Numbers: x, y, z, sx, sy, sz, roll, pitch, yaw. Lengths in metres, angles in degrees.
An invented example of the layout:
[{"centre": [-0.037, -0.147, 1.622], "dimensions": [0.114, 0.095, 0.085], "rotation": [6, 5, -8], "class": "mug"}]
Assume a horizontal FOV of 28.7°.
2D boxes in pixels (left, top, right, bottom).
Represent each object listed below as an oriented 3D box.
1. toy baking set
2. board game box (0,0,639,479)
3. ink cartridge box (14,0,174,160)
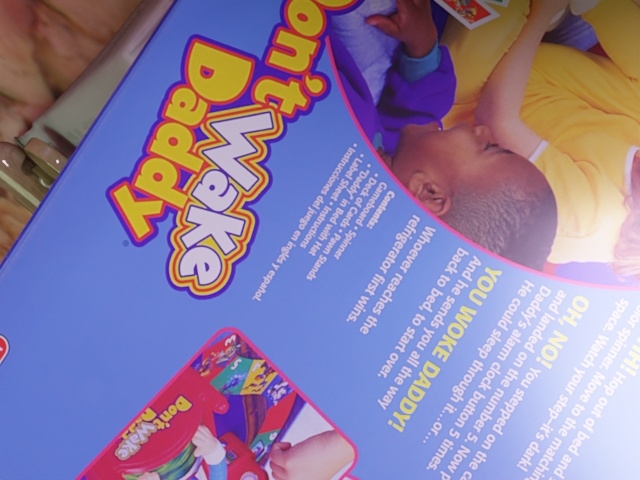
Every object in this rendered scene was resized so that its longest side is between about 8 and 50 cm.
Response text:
[{"centre": [-0.169, -0.029, 0.740], "dimensions": [0.196, 0.030, 0.256], "rotation": [35, 169, 15], "class": "toy baking set"}, {"centre": [0.057, -0.010, 0.398], "dimensions": [0.233, 0.347, 0.078], "rotation": [33, 178, 6], "class": "board game box"}, {"centre": [0.000, 0.000, 0.666], "dimensions": [0.308, 0.091, 0.385], "rotation": [40, 168, -15], "class": "ink cartridge box"}]
